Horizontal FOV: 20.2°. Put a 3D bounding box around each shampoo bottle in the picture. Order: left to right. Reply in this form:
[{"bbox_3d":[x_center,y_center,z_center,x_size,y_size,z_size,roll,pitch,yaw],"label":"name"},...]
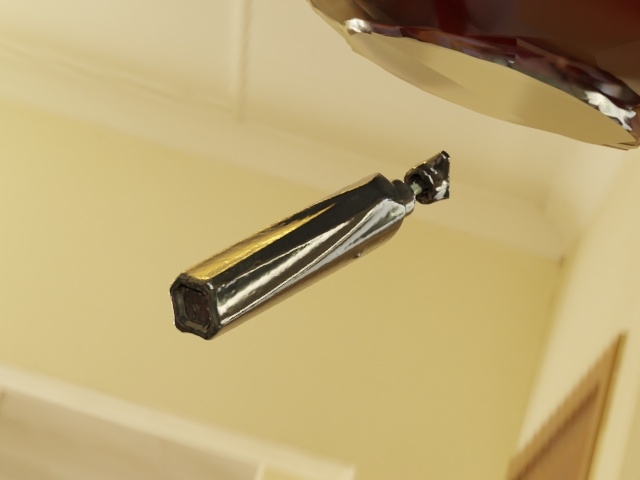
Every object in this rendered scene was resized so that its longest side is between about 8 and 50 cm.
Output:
[{"bbox_3d":[0.000,0.000,0.703,0.027,0.137,0.048,53,-40,11],"label":"shampoo bottle"}]

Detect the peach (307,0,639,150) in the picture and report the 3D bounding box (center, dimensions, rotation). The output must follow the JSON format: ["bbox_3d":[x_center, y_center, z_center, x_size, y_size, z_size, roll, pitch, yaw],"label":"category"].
[{"bbox_3d":[0.126,-0.196,0.715,0.335,0.310,0.406,26,-9,-4],"label":"peach"}]
